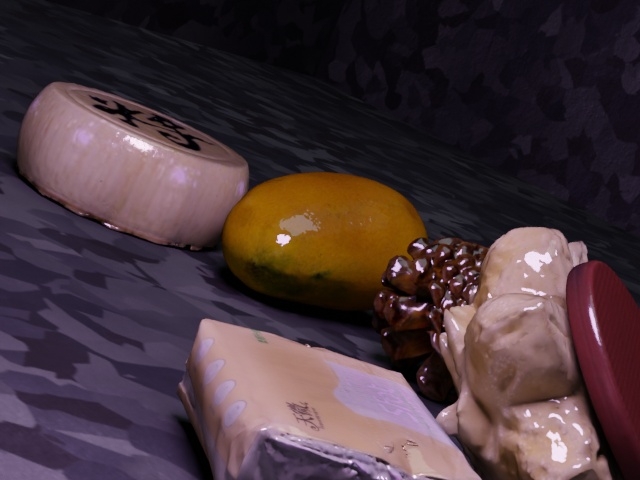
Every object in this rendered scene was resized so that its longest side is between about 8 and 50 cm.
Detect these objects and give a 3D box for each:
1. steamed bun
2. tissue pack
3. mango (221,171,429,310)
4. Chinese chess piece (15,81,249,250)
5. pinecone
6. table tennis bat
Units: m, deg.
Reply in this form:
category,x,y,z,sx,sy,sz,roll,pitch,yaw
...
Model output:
category,x,y,z,sx,sy,sz,roll,pitch,yaw
steamed bun,0.162,0.135,1.354,0.137,0.295,0.292,-16,-28,15
tissue pack,0.004,0.142,1.248,0.186,0.090,0.222,18,10,-18
mango,-0.002,-0.002,1.880,0.254,0.139,0.175,5,12,-42
Chinese chess piece,-0.204,-0.082,1.957,0.257,0.104,0.257,22,10,-4
pinecone,0.135,0.074,1.735,0.179,0.150,0.195,19,10,-21
table tennis bat,0.255,0.155,1.317,0.310,0.038,0.200,64,21,-11
